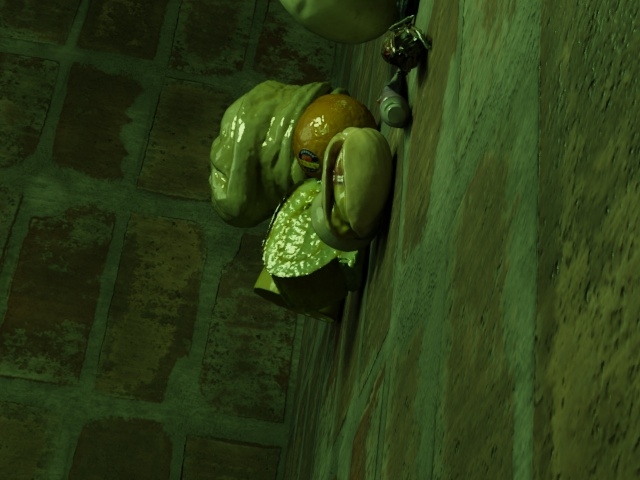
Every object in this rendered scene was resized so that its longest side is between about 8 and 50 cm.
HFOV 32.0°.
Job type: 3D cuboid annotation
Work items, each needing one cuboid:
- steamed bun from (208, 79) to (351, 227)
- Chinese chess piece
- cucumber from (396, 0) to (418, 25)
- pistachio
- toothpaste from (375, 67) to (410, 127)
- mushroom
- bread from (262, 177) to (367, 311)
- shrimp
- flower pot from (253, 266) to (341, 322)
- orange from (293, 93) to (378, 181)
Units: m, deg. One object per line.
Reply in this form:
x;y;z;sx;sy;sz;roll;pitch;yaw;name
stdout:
-0.056;-0.177;2.384;0.230;0.372;0.324;34;125;51;steamed bun
0.042;-0.039;1.889;0.051;0.122;0.122;-48;27;47;Chinese chess piece
0.146;-0.404;1.874;0.043;0.039;0.163;-36;-39;-64;cucumber
0.064;-0.093;1.817;0.145;0.117;0.200;38;-136;-50;pistachio
0.118;-0.232;1.820;0.301;0.048;0.075;-83;0;-73;toothpaste
0.031;-0.505;2.014;0.356;0.315;0.315;-107;27;-82;mushroom
0.000;0.000;2.050;0.124;0.186;0.257;75;-157;-54;bread
0.126;-0.287;1.657;0.075;0.073;0.190;57;-166;-6;shrimp
-0.025;0.060;2.368;0.195;0.195;0.179;120;172;-81;flower pot
0.029;-0.198;2.192;0.177;0.155;0.177;-29;-52;-46;orange
